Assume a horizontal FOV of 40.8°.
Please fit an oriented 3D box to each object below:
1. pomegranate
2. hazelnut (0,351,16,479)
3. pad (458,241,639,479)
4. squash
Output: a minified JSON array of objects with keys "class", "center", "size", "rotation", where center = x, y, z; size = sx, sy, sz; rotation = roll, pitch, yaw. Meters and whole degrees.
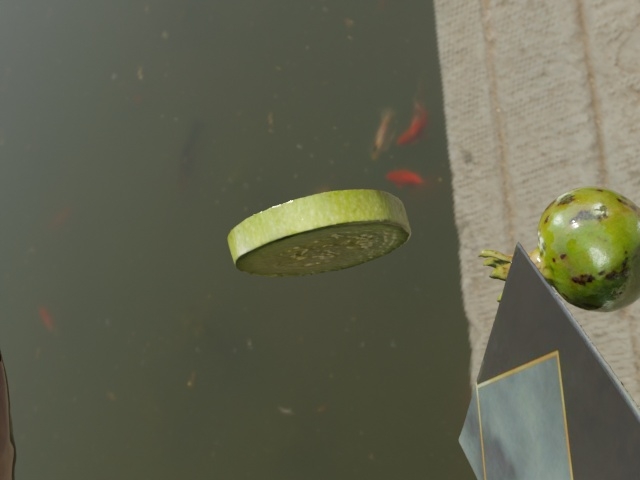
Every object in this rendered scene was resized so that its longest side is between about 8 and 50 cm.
[{"class":"pomegranate","center":[0.309,0.014,1.069],"size":[0.220,0.156,0.156],"rotation":[-8,73,27]},{"class":"hazelnut","center":[-0.388,0.165,0.613],"size":[0.365,0.365,0.366],"rotation":[-14,70,40]},{"class":"pad","center":[0.125,0.133,0.416],"size":[0.243,0.004,0.164],"rotation":[-112,23,-51]},{"class":"squash","center":[0.000,0.000,1.194],"size":[0.252,0.252,0.049],"rotation":[-25,69,36]}]
